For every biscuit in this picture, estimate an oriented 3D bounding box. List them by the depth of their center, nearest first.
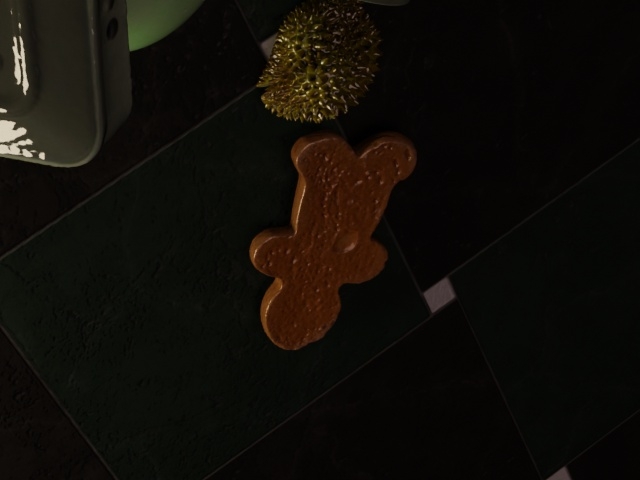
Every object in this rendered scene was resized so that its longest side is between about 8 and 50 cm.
[{"bbox_3d":[-0.001,-0.001,2.070,0.205,0.049,0.324,1,116,-30],"label":"biscuit"}]

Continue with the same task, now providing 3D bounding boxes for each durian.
[{"bbox_3d":[0.016,-0.234,1.912,0.146,0.102,0.208,4,111,-26],"label":"durian"}]

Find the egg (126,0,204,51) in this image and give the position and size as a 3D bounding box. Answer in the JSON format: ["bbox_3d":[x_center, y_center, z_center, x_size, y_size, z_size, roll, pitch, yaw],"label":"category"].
[{"bbox_3d":[-0.204,-0.326,1.644,0.220,0.220,0.270,16,119,-36],"label":"egg"}]

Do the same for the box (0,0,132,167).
[{"bbox_3d":[-0.375,-0.280,1.487,0.111,0.396,0.396,-55,150,-53],"label":"box"}]

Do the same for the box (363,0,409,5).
[{"bbox_3d":[0.019,-0.373,1.745,0.226,0.226,0.149,7,113,-34],"label":"box"}]
